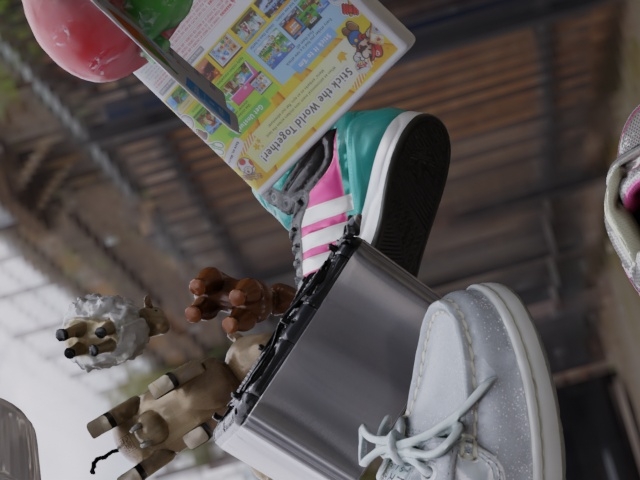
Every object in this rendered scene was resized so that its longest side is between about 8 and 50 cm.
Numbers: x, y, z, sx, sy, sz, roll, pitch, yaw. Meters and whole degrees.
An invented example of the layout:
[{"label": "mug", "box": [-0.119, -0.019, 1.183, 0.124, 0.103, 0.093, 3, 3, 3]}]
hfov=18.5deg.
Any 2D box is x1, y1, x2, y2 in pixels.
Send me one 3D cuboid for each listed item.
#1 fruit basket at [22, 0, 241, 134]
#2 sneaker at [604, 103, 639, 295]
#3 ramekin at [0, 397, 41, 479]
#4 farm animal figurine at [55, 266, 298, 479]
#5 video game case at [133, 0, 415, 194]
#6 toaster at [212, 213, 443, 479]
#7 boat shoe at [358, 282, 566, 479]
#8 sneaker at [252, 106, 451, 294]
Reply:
[{"label": "fruit basket", "box": [-0.184, -0.218, 1.381, 0.353, 0.165, 0.327, 37, -176, -9]}, {"label": "sneaker", "box": [0.224, -0.026, 1.184, 0.111, 0.103, 0.252, 56, -163, -32]}, {"label": "ramekin", "box": [-0.431, 0.251, 2.150, 0.273, 0.273, 0.127, 66, -159, -63]}, {"label": "farm animal figurine", "box": [-0.102, 0.187, 2.179, 0.172, 0.327, 0.330, -28, -78, -66]}, {"label": "video game case", "box": [-0.059, -0.177, 1.731, 0.206, 0.227, 0.026, 44, -143, -3]}, {"label": "toaster", "box": [0.010, 0.094, 1.445, 0.110, 0.168, 0.185, 33, 165, -1]}, {"label": "boat shoe", "box": [0.059, 0.181, 1.081, 0.118, 0.103, 0.320, -159, 76, -69]}, {"label": "sneaker", "box": [0.000, 0.000, 1.927, 0.124, 0.178, 0.295, 25, -95, -46]}]
